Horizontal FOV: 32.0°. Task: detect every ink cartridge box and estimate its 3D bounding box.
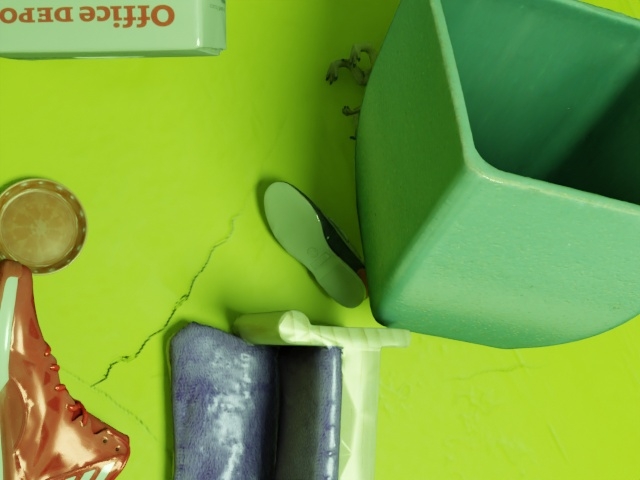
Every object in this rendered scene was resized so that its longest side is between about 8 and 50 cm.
[{"bbox_3d":[-0.181,-0.282,0.886,0.197,0.114,0.273,0,100,6],"label":"ink cartridge box"}]

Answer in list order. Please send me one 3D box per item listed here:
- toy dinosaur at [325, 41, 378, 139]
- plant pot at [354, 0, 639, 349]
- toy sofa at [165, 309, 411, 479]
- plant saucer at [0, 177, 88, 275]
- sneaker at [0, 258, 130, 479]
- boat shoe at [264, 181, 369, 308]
[{"bbox_3d":[0.058,-0.157,1.057,0.092,0.053,0.183,7,91,-33],"label":"toy dinosaur"},{"bbox_3d":[0.150,-0.041,0.944,0.247,0.252,0.248,12,47,-21],"label":"plant pot"},{"bbox_3d":[-0.037,0.241,0.930,0.177,0.150,0.363,5,84,-19],"label":"toy sofa"},{"bbox_3d":[-0.241,-0.011,0.956,0.083,0.013,0.084,1,86,-18],"label":"plant saucer"},{"bbox_3d":[-0.223,0.127,0.925,0.128,0.087,0.221,4,96,-26],"label":"sneaker"},{"bbox_3d":[0.000,0.000,1.021,0.137,0.049,0.043,51,31,-6],"label":"boat shoe"}]
